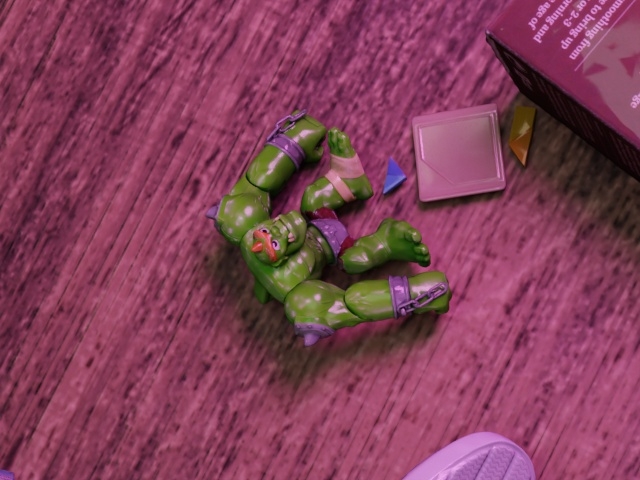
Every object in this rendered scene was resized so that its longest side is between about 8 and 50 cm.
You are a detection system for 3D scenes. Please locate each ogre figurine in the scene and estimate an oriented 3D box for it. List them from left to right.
[{"bbox_3d":[0.000,0.000,1.309,0.118,0.097,0.197,-33,84,-12],"label":"ogre figurine"}]

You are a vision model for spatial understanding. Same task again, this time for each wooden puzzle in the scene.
[{"bbox_3d":[0.107,-0.066,1.331,0.116,0.014,0.078,-2,72,17],"label":"wooden puzzle"}]

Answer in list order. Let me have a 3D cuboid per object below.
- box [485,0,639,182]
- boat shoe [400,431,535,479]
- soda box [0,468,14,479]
[{"bbox_3d":[0.323,-0.088,1.204,0.381,0.143,0.191,41,91,23],"label":"box"},{"bbox_3d":[0.031,0.253,1.232,0.302,0.109,0.094,-50,26,-7],"label":"boat shoe"},{"bbox_3d":[-0.326,0.233,1.368,0.183,0.058,0.063,-19,72,11],"label":"soda box"}]
